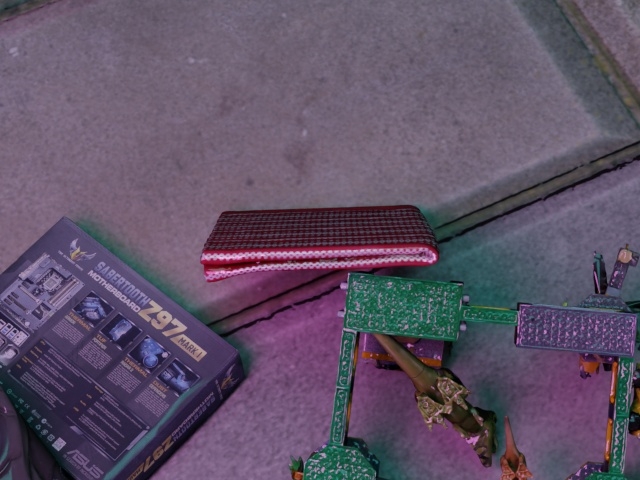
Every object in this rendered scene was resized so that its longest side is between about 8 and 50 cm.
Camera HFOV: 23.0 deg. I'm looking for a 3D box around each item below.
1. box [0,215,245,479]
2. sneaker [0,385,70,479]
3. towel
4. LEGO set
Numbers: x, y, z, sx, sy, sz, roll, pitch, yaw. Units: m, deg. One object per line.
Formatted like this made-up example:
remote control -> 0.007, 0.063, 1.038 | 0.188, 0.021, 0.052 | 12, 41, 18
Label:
box -> -0.213, 0.110, 1.429 | 0.232, 0.059, 0.183 | 35, 68, 22
sneaker -> -0.255, 0.240, 1.314 | 0.125, 0.140, 0.341 | -37, 64, -8
towel -> 0.000, 0.000, 1.385 | 0.198, 0.275, 0.031 | -3, 98, 1
LEGO set -> 0.138, 0.135, 1.361 | 0.331, 0.192, 0.255 | -2, 89, 5
